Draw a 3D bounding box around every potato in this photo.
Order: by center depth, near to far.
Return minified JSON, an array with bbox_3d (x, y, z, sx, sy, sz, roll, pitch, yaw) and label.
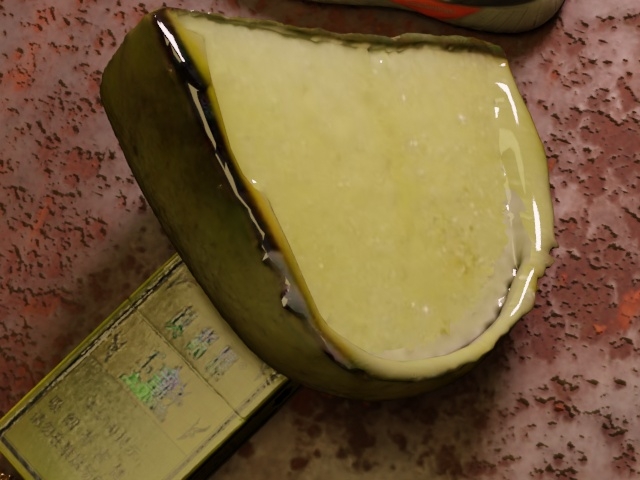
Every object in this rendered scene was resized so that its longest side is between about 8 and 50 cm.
[{"bbox_3d":[0.000,0.000,1.101,0.330,0.213,0.280,-2,69,-34],"label":"potato"}]

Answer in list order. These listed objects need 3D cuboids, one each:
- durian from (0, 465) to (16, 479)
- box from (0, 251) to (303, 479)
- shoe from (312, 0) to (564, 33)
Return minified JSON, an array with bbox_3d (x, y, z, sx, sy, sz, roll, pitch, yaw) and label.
[{"bbox_3d":[-0.252,0.259,1.088,0.158,0.137,0.168,16,66,34],"label":"durian"},{"bbox_3d":[-0.132,0.129,1.147,0.220,0.064,0.141,-45,73,-6],"label":"box"},{"bbox_3d":[0.044,-0.276,1.194,0.336,0.171,0.132,18,76,11],"label":"shoe"}]
